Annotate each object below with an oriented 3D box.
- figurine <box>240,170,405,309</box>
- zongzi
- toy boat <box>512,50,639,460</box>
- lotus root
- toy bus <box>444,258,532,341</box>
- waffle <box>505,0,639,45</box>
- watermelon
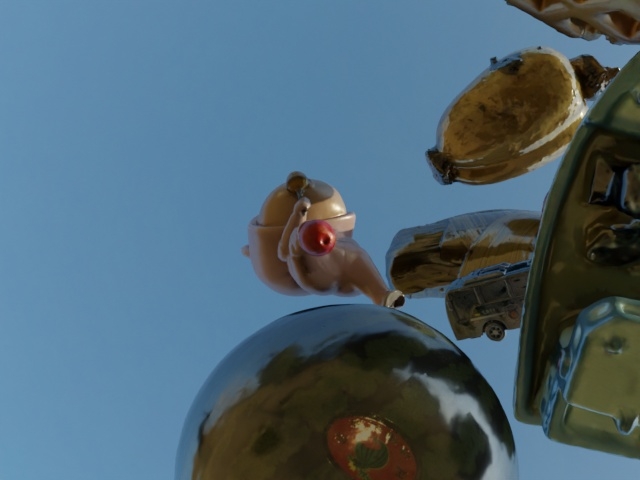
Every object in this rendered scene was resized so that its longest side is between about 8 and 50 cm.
[{"bbox_3d":[0.000,0.000,0.842,0.176,0.287,0.186,-1,-79,-18],"label":"figurine"},{"bbox_3d":[0.221,0.023,0.871,0.286,0.288,0.134,-7,-93,14],"label":"zongzi"},{"bbox_3d":[0.225,0.004,0.422,0.145,0.133,0.331,12,-69,11],"label":"toy boat"},{"bbox_3d":[0.254,-0.165,0.822,0.257,0.140,0.154,-30,-61,3],"label":"lotus root"},{"bbox_3d":[0.196,0.048,0.577,0.166,0.047,0.065,-19,-82,32],"label":"toy bus"},{"bbox_3d":[0.160,-0.232,0.412,0.328,0.224,0.098,17,-84,-25],"label":"waffle"},{"bbox_3d":[0.013,0.143,0.393,0.212,0.212,0.212,1,-85,12],"label":"watermelon"}]
